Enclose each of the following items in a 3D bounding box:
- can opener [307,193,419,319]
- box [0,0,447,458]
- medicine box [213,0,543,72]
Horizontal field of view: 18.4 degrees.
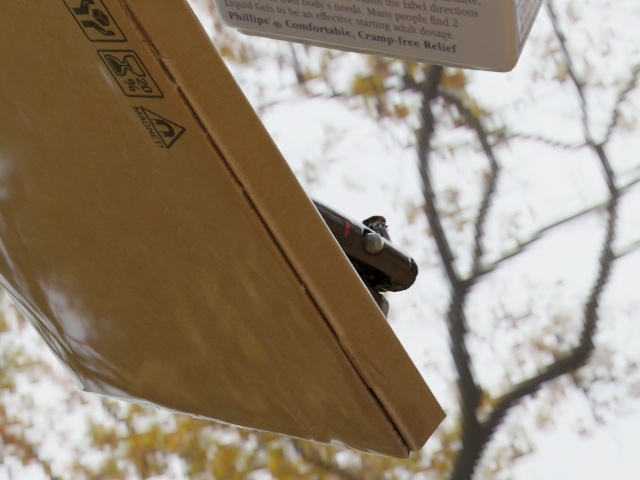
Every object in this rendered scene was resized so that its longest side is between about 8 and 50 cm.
[{"bbox_3d":[0.000,0.000,1.227,0.059,0.073,0.186,-20,-34,26],"label":"can opener"},{"bbox_3d":[-0.069,-0.020,0.583,0.021,0.164,0.201,-51,-54,-28],"label":"box"},{"bbox_3d":[0.042,-0.270,0.850,0.149,0.263,0.289,10,-38,22],"label":"medicine box"}]
